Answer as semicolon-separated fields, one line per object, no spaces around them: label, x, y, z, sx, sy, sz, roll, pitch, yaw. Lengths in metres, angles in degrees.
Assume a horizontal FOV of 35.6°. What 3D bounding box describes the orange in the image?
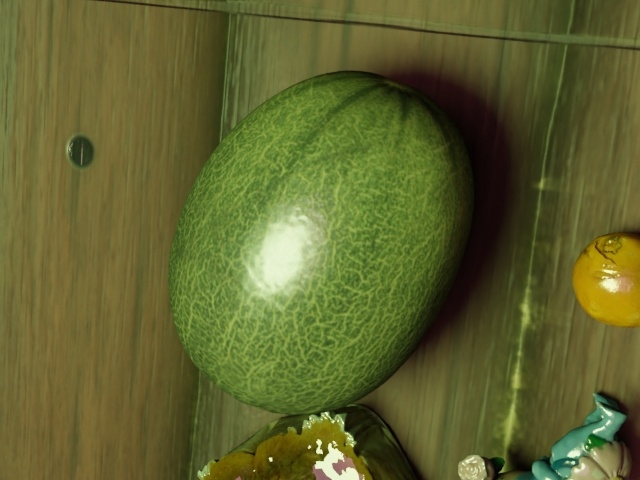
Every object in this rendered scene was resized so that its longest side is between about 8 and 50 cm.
orange;0.250;0.032;0.827;0.083;0.083;0.084;4;100;24

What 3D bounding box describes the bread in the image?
bread;0.003;0.272;0.966;0.192;0.109;0.210;-29;86;25

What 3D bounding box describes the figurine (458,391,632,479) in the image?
figurine;0.201;0.213;0.874;0.144;0.114;0.178;27;97;26

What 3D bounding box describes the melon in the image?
melon;0.000;0.000;0.851;0.237;0.237;0.302;34;106;16
